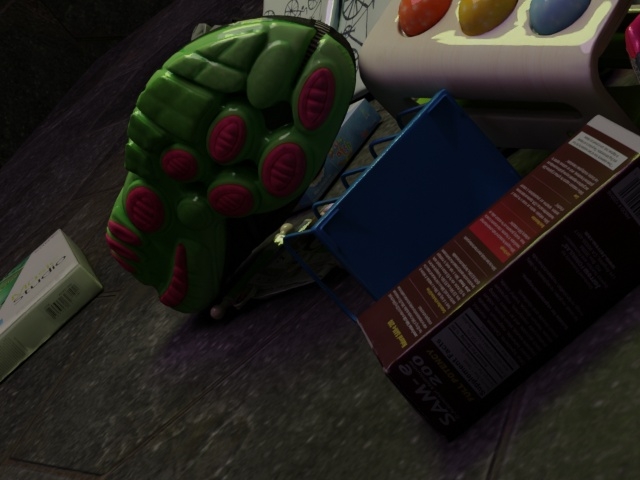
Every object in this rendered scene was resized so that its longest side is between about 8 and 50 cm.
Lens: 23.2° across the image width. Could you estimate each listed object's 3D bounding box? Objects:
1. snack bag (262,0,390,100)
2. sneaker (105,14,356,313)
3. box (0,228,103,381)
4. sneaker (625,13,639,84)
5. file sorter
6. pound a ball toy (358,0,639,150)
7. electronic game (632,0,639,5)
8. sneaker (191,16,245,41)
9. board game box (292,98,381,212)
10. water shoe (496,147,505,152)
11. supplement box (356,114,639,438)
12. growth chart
[{"bbox_3d":[0.019,-0.310,2.036,0.342,0.037,0.323,-19,59,53],"label":"snack bag"},{"bbox_3d":[-0.085,-0.101,1.556,0.202,0.185,0.483,-52,3,-31],"label":"sneaker"},{"bbox_3d":[-0.437,0.100,2.282,0.232,0.058,0.322,-43,15,-5],"label":"box"},{"bbox_3d":[0.280,-0.089,1.019,0.121,0.112,0.299,-42,17,-1],"label":"sneaker"},{"bbox_3d":[0.069,-0.023,1.326,0.170,0.118,0.104,-47,14,-19],"label":"file sorter"},{"bbox_3d":[0.170,-0.199,1.337,0.319,0.136,0.208,10,62,51],"label":"pound a ball toy"},{"bbox_3d":[0.367,-0.269,1.397,0.229,0.048,0.229,-36,21,16],"label":"electronic game"},{"bbox_3d":[-0.144,-0.271,2.511,0.146,0.122,0.330,-63,21,-8],"label":"sneaker"},{"bbox_3d":[-0.038,-0.080,1.862,0.211,0.039,0.160,-20,26,50],"label":"board game box"},{"bbox_3d":[0.182,-0.130,1.464,0.203,0.073,0.080,-32,-4,21],"label":"water shoe"},{"bbox_3d":[0.145,0.022,1.109,0.239,0.073,0.130,-40,15,4],"label":"supplement box"},{"bbox_3d":[0.000,0.000,1.600,0.237,0.021,0.172,-22,24,48],"label":"growth chart"}]
